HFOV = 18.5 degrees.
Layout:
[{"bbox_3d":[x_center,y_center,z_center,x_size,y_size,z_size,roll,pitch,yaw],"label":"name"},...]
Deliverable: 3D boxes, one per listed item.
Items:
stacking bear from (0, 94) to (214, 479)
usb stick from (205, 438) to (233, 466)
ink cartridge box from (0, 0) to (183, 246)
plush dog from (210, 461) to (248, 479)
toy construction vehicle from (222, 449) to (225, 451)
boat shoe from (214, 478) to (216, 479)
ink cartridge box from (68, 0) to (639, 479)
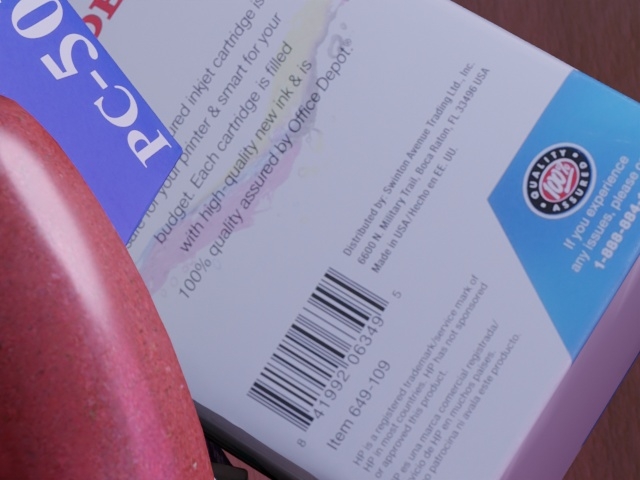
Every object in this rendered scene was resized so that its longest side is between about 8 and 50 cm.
[{"bbox_3d":[-0.139,0.095,0.250,0.164,0.175,0.289,59,25,3],"label":"stacking bear"},{"bbox_3d":[-0.081,0.156,1.255,0.278,0.045,0.077,67,10,-67],"label":"usb stick"},{"bbox_3d":[-0.130,-0.067,0.552,0.207,0.046,0.097,53,41,-26],"label":"ink cartridge box"},{"bbox_3d":[-0.066,0.196,0.739,0.210,0.262,0.225,50,-2,-2],"label":"plush dog"},{"bbox_3d":[-0.085,0.095,1.351,0.098,0.035,0.086,-99,-179,-58],"label":"toy construction vehicle"},{"bbox_3d":[-0.113,-0.010,0.446,0.267,0.088,0.096,50,-34,15],"label":"boat shoe"},{"bbox_3d":[0.000,0.000,0.860,0.198,0.270,0.197,-56,164,-8],"label":"ink cartridge box"}]
